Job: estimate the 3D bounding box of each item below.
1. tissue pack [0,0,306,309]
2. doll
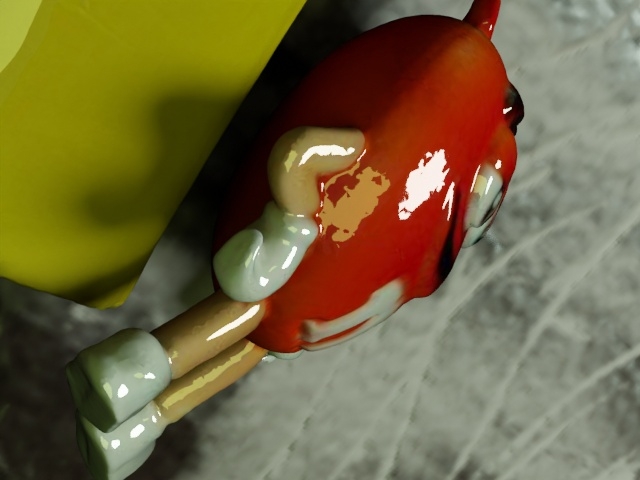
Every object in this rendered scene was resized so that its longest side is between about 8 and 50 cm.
[{"bbox_3d":[-0.078,-0.074,0.476,0.120,0.082,0.169,21,109,-37],"label":"tissue pack"},{"bbox_3d":[0.000,0.000,0.538,0.217,0.085,0.183,-45,171,-18],"label":"doll"}]
